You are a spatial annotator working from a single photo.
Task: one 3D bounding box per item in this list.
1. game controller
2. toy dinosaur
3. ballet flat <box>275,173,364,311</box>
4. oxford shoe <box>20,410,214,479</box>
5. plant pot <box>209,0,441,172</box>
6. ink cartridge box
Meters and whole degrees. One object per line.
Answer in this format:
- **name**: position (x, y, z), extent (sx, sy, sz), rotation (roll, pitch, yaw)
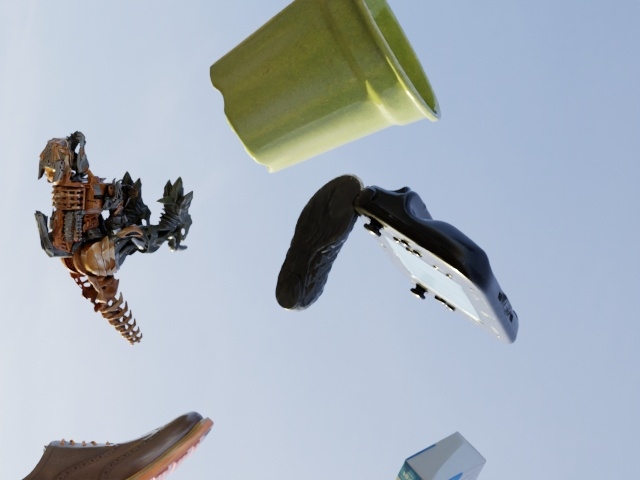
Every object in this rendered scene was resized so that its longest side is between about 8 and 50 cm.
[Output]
- **game controller**: position (0.129, 0.032, 1.811), extent (0.067, 0.319, 0.166), rotation (-46, -111, -2)
- **toy dinosaur**: position (-0.318, -0.009, 2.481), extent (0.164, 0.218, 0.322), rotation (30, -47, 33)
- **ballet flat**: position (0.000, 0.000, 1.801), extent (0.057, 0.049, 0.173), rotation (37, -64, 18)
- **oxford shoe**: position (-0.319, 0.320, 2.388), extent (0.132, 0.364, 0.130), rotation (56, -22, 12)
- **plant pot**: position (-0.006, -0.230, 2.391), extent (0.254, 0.276, 0.276), rotation (-29, -134, 12)
- **ink cartridge box**: position (0.118, 0.280, 1.873), extent (0.052, 0.088, 0.122), rotation (44, -46, 27)
